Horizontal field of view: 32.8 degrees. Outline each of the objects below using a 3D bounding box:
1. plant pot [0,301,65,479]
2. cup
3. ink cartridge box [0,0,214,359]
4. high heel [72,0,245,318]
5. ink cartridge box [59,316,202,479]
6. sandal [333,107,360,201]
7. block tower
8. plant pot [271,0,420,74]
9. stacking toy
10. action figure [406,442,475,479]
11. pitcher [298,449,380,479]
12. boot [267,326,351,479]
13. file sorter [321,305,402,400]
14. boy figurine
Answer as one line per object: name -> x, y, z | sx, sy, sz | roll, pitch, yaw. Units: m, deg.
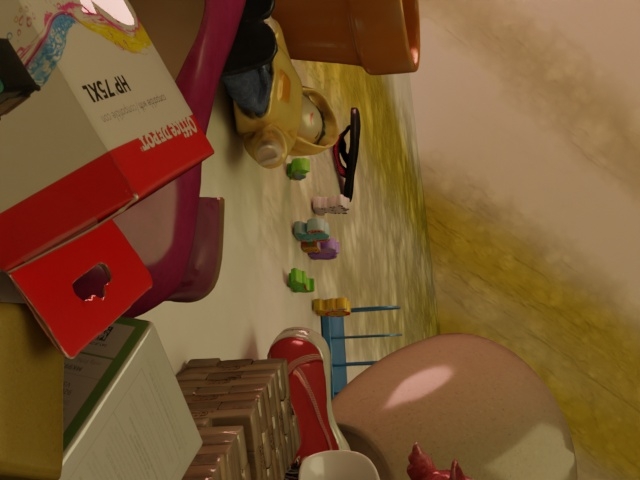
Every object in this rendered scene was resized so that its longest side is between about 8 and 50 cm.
plant pot -> -0.169, 0.066, 0.479 | 0.083, 0.081, 0.081 | 31, 55, -70
cup -> 0.105, 0.285, 1.319 | 0.237, 0.331, 0.331 | -1, 86, -46
ink cartridge box -> -0.130, -0.074, 0.519 | 0.231, 0.078, 0.134 | 60, 15, -8
high heel -> -0.126, -0.139, 0.685 | 0.181, 0.127, 0.377 | 7, 75, -72
ink cartridge box -> -0.143, 0.146, 0.561 | 0.209, 0.062, 0.109 | -62, 150, -41
sandal -> 0.039, -0.135, 1.761 | 0.067, 0.040, 0.179 | -74, 172, -47
block tower -> -0.092, 0.177, 0.797 | 0.335, 0.091, 0.097 | -51, 136, -75
plant pot -> 0.007, -0.283, 1.231 | 0.205, 0.188, 0.205 | -5, 90, -79
stacking toy -> 0.000, 0.000, 1.447 | 0.221, 0.052, 0.167 | 52, 35, -70
action figure -> 0.099, 0.352, 0.916 | 0.248, 0.275, 0.370 | -143, -140, -85
pitcher -> 0.013, 0.336, 1.060 | 0.178, 0.125, 0.207 | -107, -156, -47
boot -> -0.032, 0.236, 1.132 | 0.176, 0.088, 0.244 | -58, 142, -61
file sorter -> 0.066, 0.179, 1.583 | 0.118, 0.104, 0.170 | 22, 65, -77
boy figurine -> -0.051, -0.152, 1.145 | 0.285, 0.092, 0.177 | 52, 32, -65
